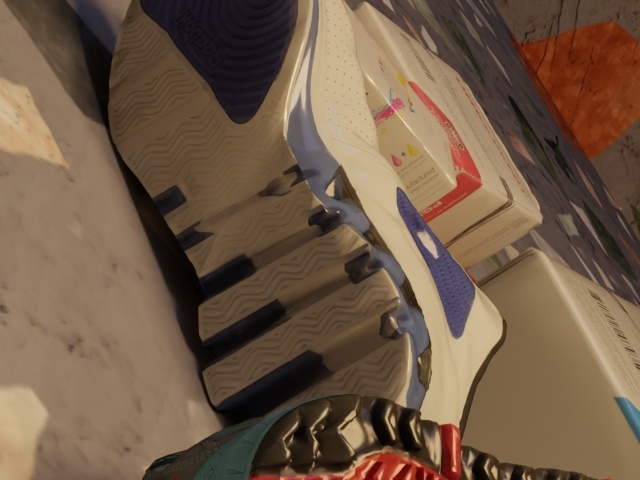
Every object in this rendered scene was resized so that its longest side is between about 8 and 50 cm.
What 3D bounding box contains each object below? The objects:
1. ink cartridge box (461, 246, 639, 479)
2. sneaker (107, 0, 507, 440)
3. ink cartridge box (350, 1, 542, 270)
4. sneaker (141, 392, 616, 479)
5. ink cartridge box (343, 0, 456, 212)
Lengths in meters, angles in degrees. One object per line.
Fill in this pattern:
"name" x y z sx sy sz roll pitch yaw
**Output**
"ink cartridge box" 0.185 0.149 1.070 0.223 0.129 0.307 62 16 20
"sneaker" 0.000 0.001 0.850 0.182 0.127 0.315 41 28 -56
"ink cartridge box" 0.075 -0.074 1.261 0.158 0.092 0.218 62 18 20
"sneaker" 0.037 0.129 0.639 0.262 0.125 0.104 34 58 -35
"ink cartridge box" 0.010 -0.080 1.072 0.143 0.092 0.090 49 17 -22
